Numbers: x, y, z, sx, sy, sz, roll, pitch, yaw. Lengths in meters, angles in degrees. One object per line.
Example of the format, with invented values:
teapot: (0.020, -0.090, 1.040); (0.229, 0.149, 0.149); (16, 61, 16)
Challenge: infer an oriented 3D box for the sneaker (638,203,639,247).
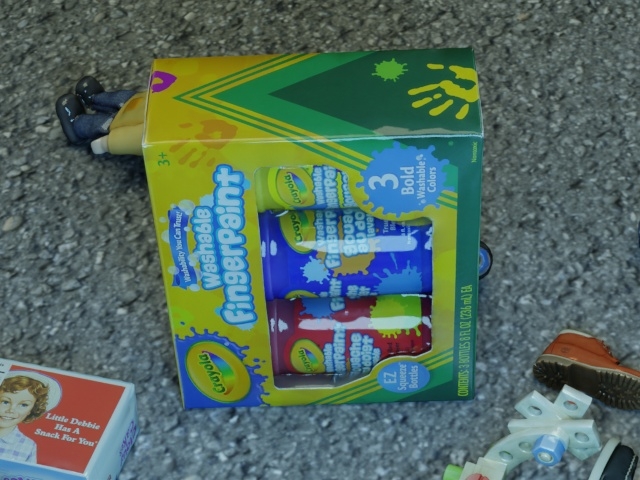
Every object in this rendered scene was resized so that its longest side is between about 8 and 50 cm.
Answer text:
sneaker: (0.512, 0.010, 2.161); (0.163, 0.086, 0.226); (-19, 56, 0)

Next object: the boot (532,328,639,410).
boot: (0.352, 0.156, 2.032); (0.158, 0.059, 0.084); (18, 42, 22)

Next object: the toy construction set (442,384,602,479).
toy construction set: (0.173, 0.293, 1.779); (0.151, 0.215, 0.327); (26, 51, 27)

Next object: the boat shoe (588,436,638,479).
boat shoe: (0.312, 0.366, 1.759); (0.113, 0.127, 0.340); (14, 47, 15)

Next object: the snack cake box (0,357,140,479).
snack cake box: (-0.368, 0.230, 1.972); (0.264, 0.089, 0.152); (10, 43, 13)

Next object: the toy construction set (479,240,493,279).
toy construction set: (0.084, -0.061, 2.186); (0.237, 0.257, 0.309); (-15, 23, 5)

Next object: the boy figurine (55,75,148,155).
boy figurine: (-0.253, -0.179, 2.336); (0.285, 0.092, 0.177); (5, 39, 43)

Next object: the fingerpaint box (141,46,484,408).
fingerpaint box: (0.000, 0.000, 1.934); (0.371, 0.445, 0.163); (-1, 44, 1)
